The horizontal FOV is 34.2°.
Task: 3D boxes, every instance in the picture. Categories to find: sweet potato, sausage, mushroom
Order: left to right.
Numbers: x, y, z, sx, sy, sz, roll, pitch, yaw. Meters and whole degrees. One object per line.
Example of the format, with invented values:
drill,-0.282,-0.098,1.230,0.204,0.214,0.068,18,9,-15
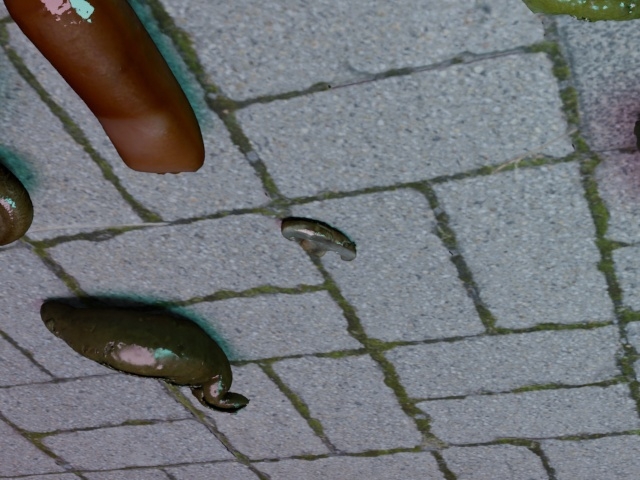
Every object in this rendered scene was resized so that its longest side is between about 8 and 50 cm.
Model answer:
mushroom,-0.378,-0.046,1.144,0.109,0.085,0.126,-41,114,11
sausage,-0.188,-0.160,0.957,0.089,0.083,0.300,-12,145,13
sweet potato,-0.220,0.146,1.388,0.310,0.098,0.124,24,148,-19
mushroom,0.000,0.000,1.211,0.101,0.019,0.049,22,143,-21

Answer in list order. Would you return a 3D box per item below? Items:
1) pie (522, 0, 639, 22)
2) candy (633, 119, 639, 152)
pie,0.274,-0.270,0.747,0.323,0.071,0.323,4,143,3
candy,0.386,-0.021,0.989,0.137,0.195,0.185,-14,137,18
